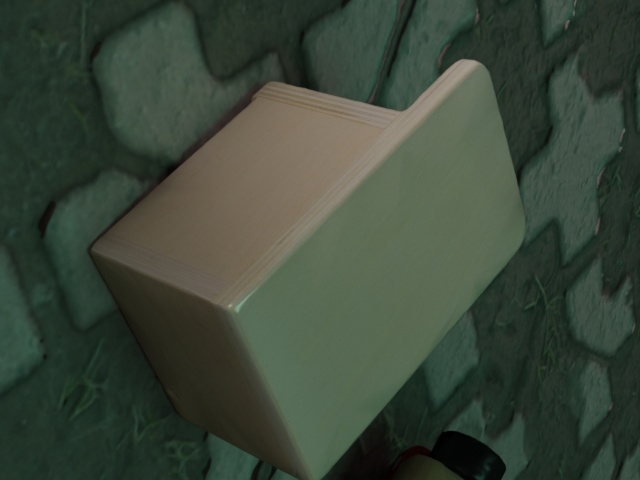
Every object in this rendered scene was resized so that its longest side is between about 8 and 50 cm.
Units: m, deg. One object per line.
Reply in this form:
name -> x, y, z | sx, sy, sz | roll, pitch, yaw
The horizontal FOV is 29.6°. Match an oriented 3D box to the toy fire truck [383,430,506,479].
toy fire truck -> 0.131, 0.261, 1.000 | 0.158, 0.217, 0.246 | -56, -179, -25

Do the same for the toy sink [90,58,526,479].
toy sink -> 0.000, 0.000, 0.749 | 0.234, 0.131, 0.153 | -46, 135, -27
